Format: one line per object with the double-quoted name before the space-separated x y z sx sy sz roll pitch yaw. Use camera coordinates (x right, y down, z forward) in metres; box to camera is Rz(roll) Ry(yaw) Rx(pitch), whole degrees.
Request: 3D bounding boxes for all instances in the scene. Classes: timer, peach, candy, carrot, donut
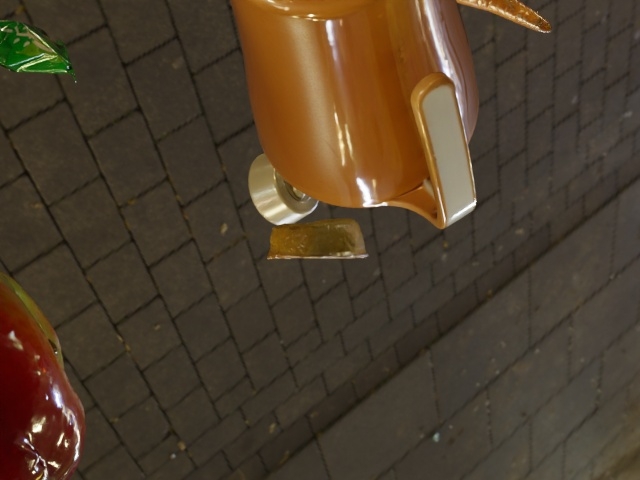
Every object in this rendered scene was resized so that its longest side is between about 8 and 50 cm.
"timer" -0.008 -0.145 1.825 0.175 0.266 0.175 21 61 -45
"peach" -0.235 0.105 0.457 0.197 0.197 0.197 -25 133 -30
"candy" -0.479 -0.303 1.267 0.203 0.141 0.078 17 95 -40
"carrot" 0.254 -0.393 1.323 0.061 0.257 0.061 -63 173 -13
"donut" 0.000 0.000 0.853 0.108 0.097 0.043 -8 96 -67

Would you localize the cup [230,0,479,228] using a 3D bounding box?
"cup" 0.032 -0.125 0.569 0.182 0.226 0.264 -33 160 -2
